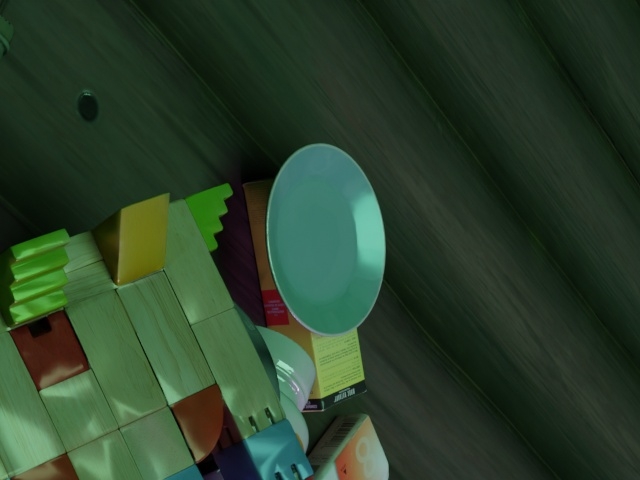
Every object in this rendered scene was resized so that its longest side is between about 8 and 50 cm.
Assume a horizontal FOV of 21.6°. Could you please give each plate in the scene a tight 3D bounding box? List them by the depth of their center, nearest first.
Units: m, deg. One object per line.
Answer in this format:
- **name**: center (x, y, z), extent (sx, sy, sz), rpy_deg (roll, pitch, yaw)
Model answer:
- **plate**: center (0.000, 0.000, 1.620), extent (0.188, 0.024, 0.188), rpy_deg (10, 78, -52)

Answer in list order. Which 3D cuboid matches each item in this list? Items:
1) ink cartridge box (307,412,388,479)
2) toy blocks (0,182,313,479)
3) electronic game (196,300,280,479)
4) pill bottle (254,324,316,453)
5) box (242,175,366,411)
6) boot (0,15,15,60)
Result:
- **ink cartridge box**: center (0.033, 0.291, 1.713), extent (0.145, 0.045, 0.179), rpy_deg (-50, 122, -46)
- **toy blocks**: center (-0.177, 0.138, 1.237), extent (0.381, 0.191, 0.261), rpy_deg (-22, 84, -41)
- **electronic game**: center (-0.143, 0.119, 1.384), extent (0.229, 0.048, 0.229), rpy_deg (10, 58, -17)
- **pill bottle**: center (-0.091, 0.198, 1.462), extent (0.136, 0.136, 0.246), rpy_deg (55, 44, -36)
- **box**: center (-0.015, 0.049, 1.665), extent (0.087, 0.058, 0.232), rpy_deg (-19, 101, -54)
- **boot**: center (-0.313, -0.100, 1.252), extent (0.189, 0.076, 0.208), rpy_deg (35, 64, -46)
